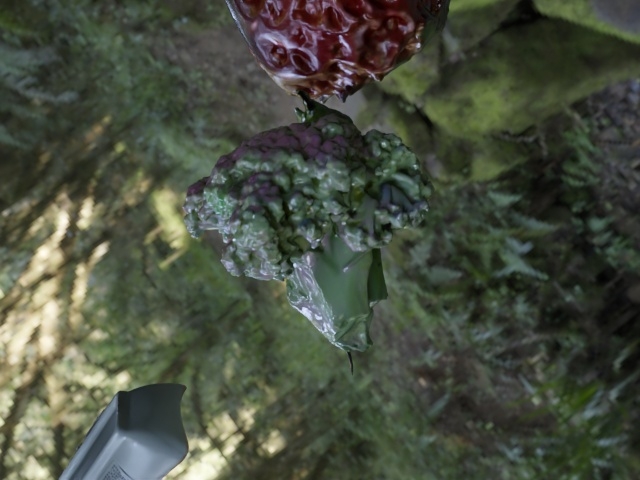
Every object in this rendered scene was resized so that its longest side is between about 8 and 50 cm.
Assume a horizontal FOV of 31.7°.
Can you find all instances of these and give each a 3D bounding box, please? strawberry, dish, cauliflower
[{"bbox_3d":[-0.002,-0.355,1.379,0.295,0.317,0.345,-27,99,44],"label":"strawberry"},{"bbox_3d":[-0.234,0.259,1.266,0.077,0.212,0.151,30,-164,-18],"label":"dish"},{"bbox_3d":[0.000,0.000,1.199,0.239,0.256,0.315,-173,64,-79],"label":"cauliflower"}]
